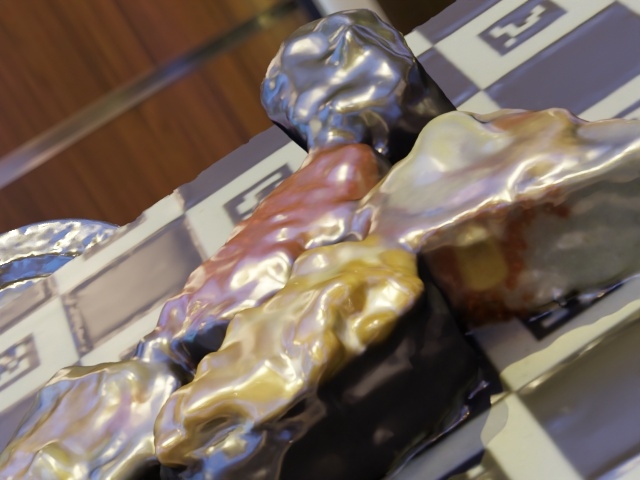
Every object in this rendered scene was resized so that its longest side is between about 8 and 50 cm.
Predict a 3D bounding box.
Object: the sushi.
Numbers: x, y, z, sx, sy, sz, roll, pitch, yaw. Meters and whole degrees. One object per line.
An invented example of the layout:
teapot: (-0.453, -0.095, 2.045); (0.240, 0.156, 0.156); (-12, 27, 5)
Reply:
sushi: (0.000, 0.000, 0.618); (0.343, 0.064, 0.359); (-34, 26, 0)

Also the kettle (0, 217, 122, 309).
kettle: (-0.109, 0.152, 1.297); (0.321, 0.324, 0.228); (-28, 45, -2)
